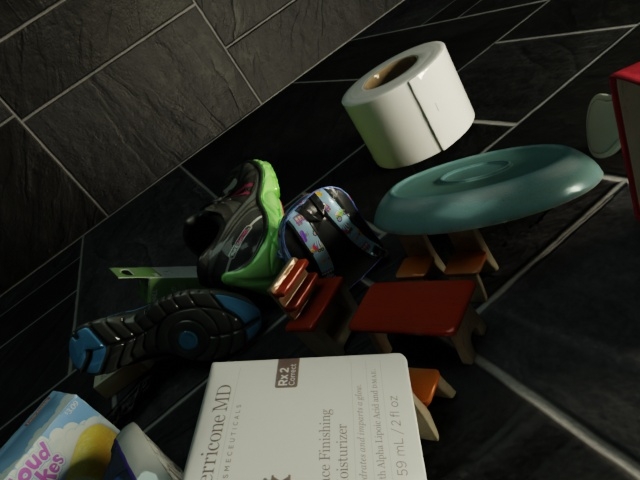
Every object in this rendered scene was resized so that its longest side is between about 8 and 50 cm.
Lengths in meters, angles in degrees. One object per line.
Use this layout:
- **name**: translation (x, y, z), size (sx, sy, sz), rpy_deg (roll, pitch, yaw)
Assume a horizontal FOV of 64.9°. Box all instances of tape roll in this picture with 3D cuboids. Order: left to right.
- **tape roll**: translation (0.191, -0.298, 1.108), size (0.246, 0.169, 0.246), rpy_deg (-27, 26, 15)

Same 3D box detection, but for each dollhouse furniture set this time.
- **dollhouse furniture set**: translation (0.068, 0.085, 0.643), size (0.259, 0.135, 0.262), rpy_deg (-8, 37, 42)

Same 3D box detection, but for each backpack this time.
- **backpack**: translation (0.000, 0.000, 0.823), size (0.158, 0.173, 0.117), rpy_deg (-44, 28, -16)

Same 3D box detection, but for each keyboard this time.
- **keyboard**: translation (-0.341, 0.297, 0.891), size (0.192, 0.038, 0.100), rpy_deg (-50, 8, -28)

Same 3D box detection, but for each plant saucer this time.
- **plant saucer**: translation (0.227, -0.084, 0.731), size (0.318, 0.043, 0.317), rpy_deg (-17, 13, 4)

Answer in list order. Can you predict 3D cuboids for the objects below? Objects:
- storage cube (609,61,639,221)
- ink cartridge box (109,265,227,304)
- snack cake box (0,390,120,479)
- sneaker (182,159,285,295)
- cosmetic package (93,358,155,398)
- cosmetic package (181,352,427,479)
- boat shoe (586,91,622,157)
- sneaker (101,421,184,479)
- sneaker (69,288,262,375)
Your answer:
- **storage cube**: translation (0.425, -0.097, 0.462), size (0.193, 0.214, 0.183), rpy_deg (-24, 27, 7)
- **ink cartridge box**: translation (-0.306, 0.091, 1.012), size (0.210, 0.062, 0.109), rpy_deg (1, 8, -31)
- **snack cake box**: translation (-0.395, 0.363, 0.693), size (0.089, 0.152, 0.264), rpy_deg (-9, 36, 40)
- **sneaker**: translation (-0.184, -0.050, 1.057), size (0.203, 0.185, 0.482), rpy_deg (-4, 24, -10)
- **cosmetic package**: translation (-0.385, 0.251, 0.992), size (0.115, 0.041, 0.060), rpy_deg (-35, 28, -1)
- **cosmetic package**: translation (-0.008, 0.208, 0.442), size (0.184, 0.151, 0.151), rpy_deg (-3, 32, 3)
- **boat shoe**: translation (0.414, -0.171, 0.653), size (0.079, 0.095, 0.254), rpy_deg (-11, -9, 10)
- **sneaker**: translation (-0.235, 0.360, 0.537), size (0.236, 0.130, 0.323), rpy_deg (-41, 32, -21)
- **sneaker**: translation (-0.266, 0.149, 0.903), size (0.342, 0.124, 0.140), rpy_deg (-9, 3, 8)
